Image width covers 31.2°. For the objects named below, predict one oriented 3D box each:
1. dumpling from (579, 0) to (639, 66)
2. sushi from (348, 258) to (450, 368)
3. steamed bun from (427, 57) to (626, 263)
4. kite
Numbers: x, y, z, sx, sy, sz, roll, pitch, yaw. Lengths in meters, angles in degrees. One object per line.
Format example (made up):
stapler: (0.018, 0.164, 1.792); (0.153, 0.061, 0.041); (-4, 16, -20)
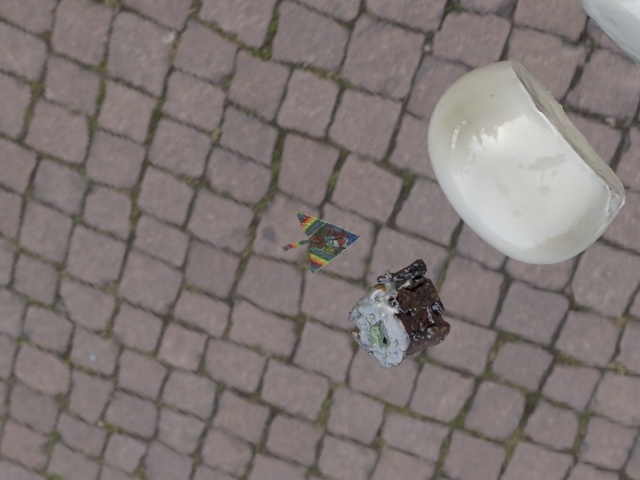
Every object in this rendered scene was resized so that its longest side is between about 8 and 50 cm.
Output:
dumpling: (0.151, -0.107, 0.447); (0.150, 0.176, 0.092); (29, 107, 28)
sushi: (0.091, 0.087, 1.301); (0.094, 0.084, 0.098); (56, 140, 14)
steamed bun: (0.291, -0.107, 1.715); (0.206, 0.324, 0.324); (-41, 99, 18)
kite: (0.000, 0.000, 1.281); (0.090, 0.122, 0.004); (-8, 127, -11)
